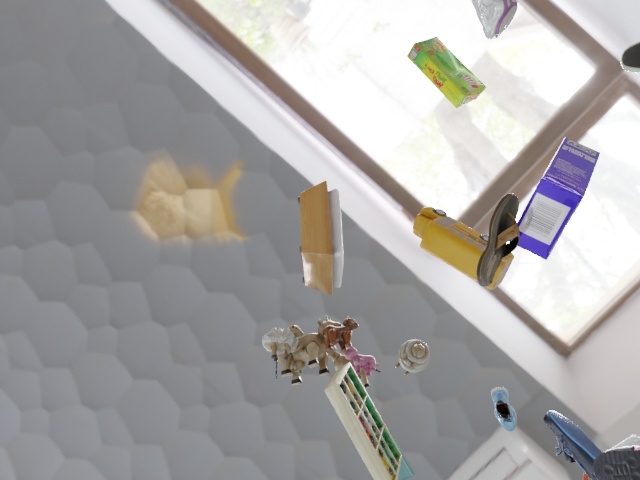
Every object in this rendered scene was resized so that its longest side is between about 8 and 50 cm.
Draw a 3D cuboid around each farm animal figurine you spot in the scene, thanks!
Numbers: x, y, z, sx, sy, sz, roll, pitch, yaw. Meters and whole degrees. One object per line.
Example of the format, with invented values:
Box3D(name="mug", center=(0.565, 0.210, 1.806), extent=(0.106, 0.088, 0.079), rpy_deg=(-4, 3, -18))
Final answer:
Box3D(name="farm animal figurine", center=(0.007, 0.340, 1.916), extent=(0.330, 0.326, 0.172), rpy_deg=(74, 7, -47))

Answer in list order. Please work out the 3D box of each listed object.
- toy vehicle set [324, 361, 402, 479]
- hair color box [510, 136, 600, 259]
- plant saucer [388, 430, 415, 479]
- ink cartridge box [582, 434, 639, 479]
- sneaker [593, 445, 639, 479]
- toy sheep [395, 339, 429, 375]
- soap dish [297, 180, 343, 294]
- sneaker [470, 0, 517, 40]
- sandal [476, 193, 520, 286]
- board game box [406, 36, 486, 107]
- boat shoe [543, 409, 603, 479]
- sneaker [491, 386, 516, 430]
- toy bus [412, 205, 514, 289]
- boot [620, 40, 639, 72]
Box3D(name="toy vehicle set", center=(0.104, 0.430, 1.432), extent=(0.035, 0.267, 0.166), rpy_deg=(-29, 180, 14))
Box3D(name="hair color box", center=(0.585, -0.113, 1.519), extent=(0.339, 0.110, 0.185), rpy_deg=(-43, 156, -52))
Box3D(name="plant saucer", center=(0.211, 0.631, 1.781), extent=(0.067, 0.192, 0.018), rpy_deg=(-24, -156, 11))
Box3D(name="ink cartridge box", center=(0.921, 0.810, 1.918), extent=(0.384, 0.091, 0.309), rpy_deg=(-4, 103, -43))
Box3D(name="sneaker", center=(0.763, 0.482, 1.308), extent=(0.318, 0.112, 0.131), rpy_deg=(-9, 167, 40))
Box3D(name="toy sheep", center=(0.242, 0.305, 1.607), extent=(0.091, 0.091, 0.132), rpy_deg=(-50, 172, -26))
Box3D(name="soap dish", center=(0.000, 0.000, 1.758), extent=(0.291, 0.118, 0.229), rpy_deg=(88, -1, -64))
Box3D(name="sneaker", center=(0.507, -0.731, 1.839), extent=(0.114, 0.152, 0.305), rpy_deg=(-46, 154, -6))
Box3D(name="sandal", center=(0.410, 0.003, 1.373), extent=(0.060, 0.090, 0.220), rpy_deg=(13, -107, 40))
Box3D(name="board game box", center=(0.301, -0.404, 1.467), extent=(0.092, 0.181, 0.043), rpy_deg=(-28, 162, -38))
Box3D(name="boat shoe", center=(0.706, 0.588, 1.695), extent=(0.089, 0.108, 0.258), rpy_deg=(-62, -141, 22))
Box3D(name="sneaker", center=(0.560, 0.531, 1.883), extent=(0.063, 0.162, 0.073), rpy_deg=(-17, -155, 20))
Box3D(name="toy bus", center=(0.433, 0.017, 1.926), extent=(0.130, 0.332, 0.108), rpy_deg=(-22, 137, -49))
Box3D(name="boot", center=(0.904, -0.445, 1.546), extent=(0.244, 0.176, 0.089), rpy_deg=(6, -96, 44))
